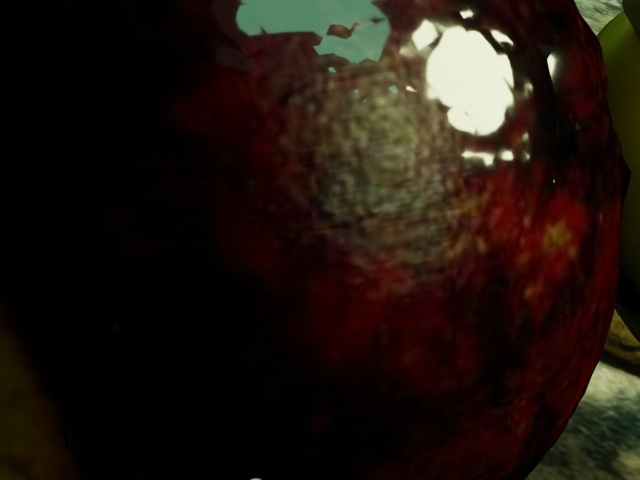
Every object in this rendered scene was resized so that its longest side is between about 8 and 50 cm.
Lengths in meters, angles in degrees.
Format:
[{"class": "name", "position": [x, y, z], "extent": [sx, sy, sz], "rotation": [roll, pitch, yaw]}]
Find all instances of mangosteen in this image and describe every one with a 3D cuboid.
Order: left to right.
[{"class": "mangosteen", "position": [-0.066, -0.019, 0.809], "extent": [0.421, 0.381, 0.381], "rotation": [-6, 23, 17]}]

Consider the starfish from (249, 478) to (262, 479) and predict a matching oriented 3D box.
[{"class": "starfish", "position": [0.024, 0.199, 0.662], "extent": [0.295, 0.231, 0.048], "rotation": [-5, 9, -4]}]

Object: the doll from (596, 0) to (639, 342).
[{"class": "doll", "position": [0.267, 0.044, 0.937], "extent": [0.348, 0.423, 0.161], "rotation": [42, 75, 13]}]

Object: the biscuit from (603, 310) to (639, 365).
[{"class": "biscuit", "position": [0.254, 0.039, 1.238], "extent": [0.225, 0.042, 0.226], "rotation": [13, 27, -7]}]
